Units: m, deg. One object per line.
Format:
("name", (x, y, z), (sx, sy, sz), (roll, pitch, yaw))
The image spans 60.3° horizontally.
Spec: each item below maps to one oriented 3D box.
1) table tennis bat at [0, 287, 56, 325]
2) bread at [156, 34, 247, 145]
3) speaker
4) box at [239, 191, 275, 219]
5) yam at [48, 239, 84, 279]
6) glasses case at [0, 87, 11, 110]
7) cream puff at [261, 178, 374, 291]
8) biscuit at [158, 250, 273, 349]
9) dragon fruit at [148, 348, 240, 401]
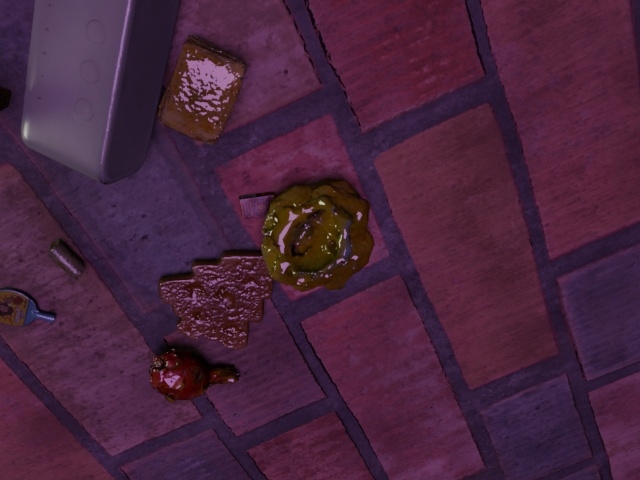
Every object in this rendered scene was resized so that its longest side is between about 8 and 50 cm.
("table tennis bat", (-0.711, 0.165, 1.311), (0.155, 0.019, 0.100), (20, 111, -14))
("bread", (-0.239, -0.294, 1.105), (0.138, 0.102, 0.196), (25, 112, -15))
("speaker", (-0.405, -0.327, 1.013), (0.184, 0.183, 0.406), (22, 112, 3))
("box", (-0.143, -0.080, 1.266), (0.082, 0.023, 0.051), (-9, 118, -3))
("yam", (-0.578, 0.044, 1.257), (0.043, 0.043, 0.094), (-34, 117, 9))
("glasses case", (-0.649, -0.243, 1.007), (0.075, 0.218, 0.049), (19, 113, -16))
("cream puff", (-0.002, 0.001, 1.231), (0.282, 0.185, 0.281), (-7, 119, -12))
("biscuit", (-0.226, 0.134, 1.348), (0.301, 0.043, 0.278), (-38, 113, 10))
("dragon fruit", (-0.316, 0.346, 1.406), (0.246, 0.125, 0.125), (6, 147, -32))
